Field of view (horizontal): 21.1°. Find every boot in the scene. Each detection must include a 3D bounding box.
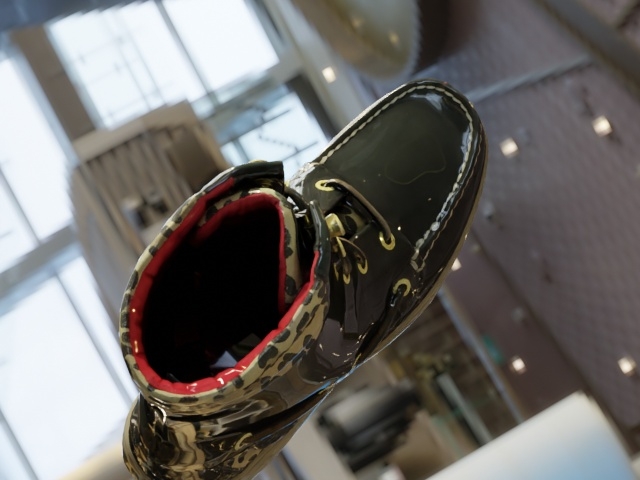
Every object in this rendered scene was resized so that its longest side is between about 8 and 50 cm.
[{"bbox_3d":[0.001,0.002,0.722,0.085,0.236,0.178,37,-16,10],"label":"boot"}]
